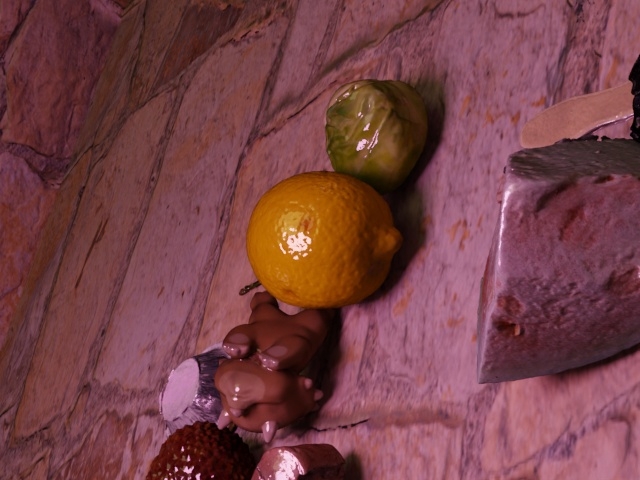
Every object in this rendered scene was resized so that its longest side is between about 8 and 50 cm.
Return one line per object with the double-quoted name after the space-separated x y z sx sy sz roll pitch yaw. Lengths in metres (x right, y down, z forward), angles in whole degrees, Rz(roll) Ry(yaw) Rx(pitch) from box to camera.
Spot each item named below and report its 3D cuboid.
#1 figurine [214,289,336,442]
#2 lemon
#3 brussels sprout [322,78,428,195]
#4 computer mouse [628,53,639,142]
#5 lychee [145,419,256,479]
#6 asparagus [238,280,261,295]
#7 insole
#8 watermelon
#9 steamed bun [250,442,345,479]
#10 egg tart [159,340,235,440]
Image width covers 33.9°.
-0.076 0.213 1.697 0.247 0.177 0.173 -74 -14 -64 "figurine"
0.006 -0.001 1.670 0.253 0.228 0.228 -7 60 47 "lemon"
0.090 -0.173 1.770 0.223 0.161 0.223 -174 90 -72 "brussels sprout"
0.444 -0.177 1.242 0.146 0.077 0.241 -7 38 41 "computer mouse"
-0.186 0.386 1.710 0.188 0.188 0.188 -39 36 36 "lychee"
-0.115 0.080 2.017 0.163 0.016 0.016 -25 65 47 "asparagus"
0.370 -0.176 1.459 0.248 0.011 0.081 -20 49 50 "insole"
0.282 -0.007 1.199 0.387 0.258 0.228 -38 39 30 "watermelon"
-0.029 0.376 1.492 0.106 0.145 0.175 16 92 42 "steamed bun"
-0.225 0.288 1.938 0.234 0.094 0.234 -36 38 35 "egg tart"
